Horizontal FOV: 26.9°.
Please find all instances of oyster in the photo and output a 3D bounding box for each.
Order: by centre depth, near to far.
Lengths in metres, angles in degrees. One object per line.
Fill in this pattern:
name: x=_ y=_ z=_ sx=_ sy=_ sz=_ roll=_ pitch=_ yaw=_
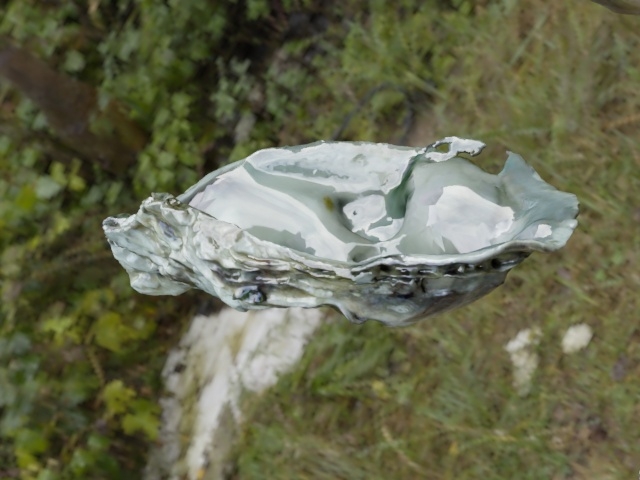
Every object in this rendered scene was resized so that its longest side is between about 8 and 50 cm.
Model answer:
oyster: x=-0.001 y=-0.003 z=0.669 sx=0.252 sy=0.087 sz=0.199 roll=-16 pitch=22 yaw=7

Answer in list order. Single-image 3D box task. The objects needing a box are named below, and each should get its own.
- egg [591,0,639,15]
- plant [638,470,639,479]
egg: x=0.225 y=-0.332 z=0.648 sx=0.354 sy=0.354 sz=0.340 roll=-32 pitch=64 yaw=41
plant: x=0.321 y=0.210 z=1.074 sx=0.094 sy=0.143 sz=0.092 roll=-32 pitch=34 yaw=30
